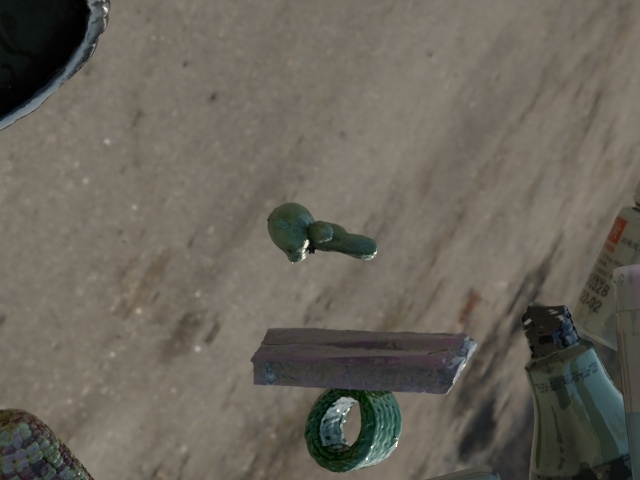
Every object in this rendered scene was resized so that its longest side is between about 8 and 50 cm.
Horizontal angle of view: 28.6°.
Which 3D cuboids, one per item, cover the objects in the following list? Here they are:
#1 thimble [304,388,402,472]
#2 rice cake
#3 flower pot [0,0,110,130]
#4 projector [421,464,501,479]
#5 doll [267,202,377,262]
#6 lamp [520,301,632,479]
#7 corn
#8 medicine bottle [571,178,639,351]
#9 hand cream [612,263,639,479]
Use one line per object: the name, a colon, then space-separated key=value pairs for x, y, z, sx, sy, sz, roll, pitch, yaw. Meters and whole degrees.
thimble: x=0.045 y=0.251 z=1.713 sx=0.090 sy=0.118 sz=0.130 roll=3 pitch=98 yaw=-53
rice cake: x=0.049 y=0.157 z=1.646 sx=0.106 sy=0.298 sz=0.050 roll=-43 pitch=128 yaw=-58
flower pot: x=-0.364 y=-0.254 z=1.121 sx=0.266 sy=0.267 sz=0.266 roll=-34 pitch=167 yaw=-9
projector: x=0.114 y=0.360 z=1.198 sx=0.099 sy=0.192 sz=0.256 roll=21 pitch=53 yaw=-79
doll: x=0.000 y=0.000 z=1.653 sx=0.115 sy=0.150 sz=0.077 roll=-76 pitch=-178 yaw=-86
lamp: x=0.335 y=0.229 z=1.499 sx=0.182 sy=0.182 sz=0.314 roll=-34 pitch=120 yaw=-56
corn: x=-0.271 y=0.281 z=1.332 sx=0.086 sy=0.086 sz=0.253 roll=-50 pitch=118 yaw=-33
medicine bottle: x=0.436 y=0.023 z=1.625 sx=0.252 sy=0.144 sz=0.144 roll=-65 pitch=162 yaw=12
hand cream: x=0.352 y=0.182 z=1.320 sx=0.111 sy=0.070 sz=0.312 roll=13 pitch=72 yaw=-58
